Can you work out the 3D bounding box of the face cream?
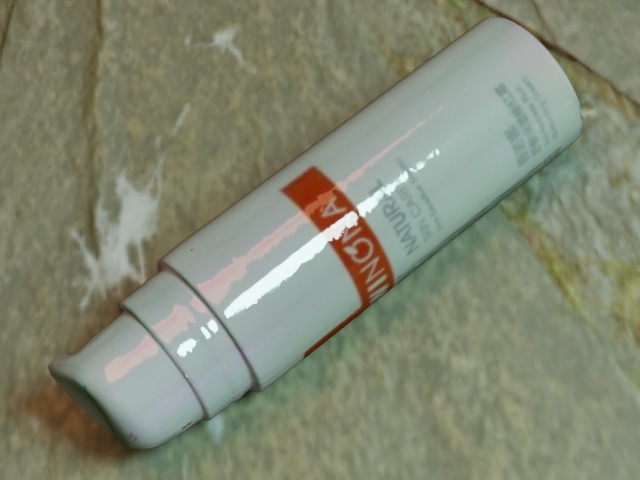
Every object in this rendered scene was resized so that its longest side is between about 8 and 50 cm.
[{"bbox_3d":[0.000,0.000,1.143,0.345,0.102,0.102,-39,48,-14],"label":"face cream"}]
